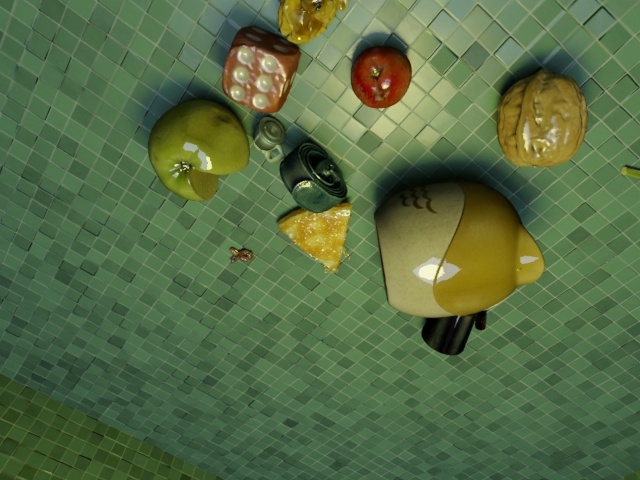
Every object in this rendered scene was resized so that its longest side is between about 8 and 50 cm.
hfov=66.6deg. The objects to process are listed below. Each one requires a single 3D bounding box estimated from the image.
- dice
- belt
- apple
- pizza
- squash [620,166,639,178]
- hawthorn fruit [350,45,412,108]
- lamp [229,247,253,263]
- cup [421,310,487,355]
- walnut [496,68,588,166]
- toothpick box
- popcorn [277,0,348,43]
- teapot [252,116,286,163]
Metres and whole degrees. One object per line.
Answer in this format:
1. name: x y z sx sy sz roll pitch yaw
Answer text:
1. dice: -0.158 -0.459 1.318 0.174 0.179 0.175 20 121 -7
2. belt: -0.026 -0.180 1.439 0.116 0.267 0.206 -35 90 25
3. apple: -0.355 -0.259 1.427 0.292 0.254 0.291 4 120 6
4. pizza: 0.000 0.000 1.676 0.280 0.075 0.287 -7 125 15
5. squash: 0.951 -0.201 1.465 0.083 0.027 0.027 12 124 -3
6. hawthorn fruit: 0.161 -0.434 1.306 0.173 0.173 0.172 3 124 4
7. lamp: -0.286 0.057 1.766 0.083 0.031 0.063 1 125 0
8. cup: 0.498 0.287 1.797 0.166 0.239 0.177 35 125 33
9. walnut: 0.587 -0.323 1.304 0.225 0.257 0.257 11 135 46
10. toothpick box: 0.390 0.028 1.450 0.426 0.409 0.408 -9 122 6
11. popcorn: -0.024 -0.604 1.234 0.140 0.163 0.194 47 150 -2
12. teapot: -0.162 -0.298 1.469 0.092 0.124 0.091 8 155 -33
